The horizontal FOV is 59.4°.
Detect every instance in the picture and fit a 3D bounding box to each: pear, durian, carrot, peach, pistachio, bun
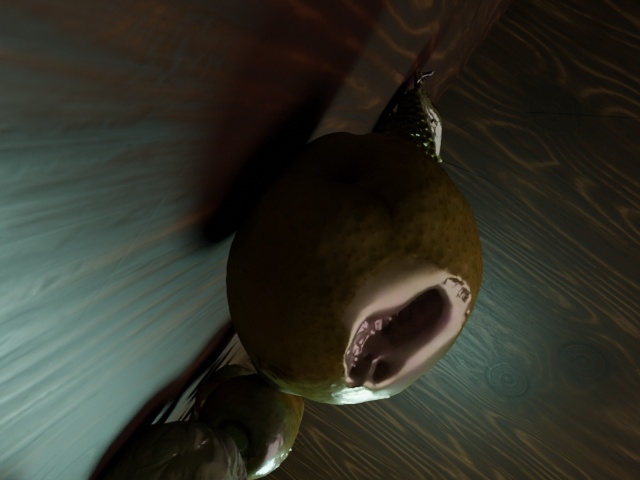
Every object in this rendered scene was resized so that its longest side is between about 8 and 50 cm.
[{"bbox_3d":[0.032,0.025,0.563,0.271,0.271,0.271,-53,177,-4],"label":"pear"},{"bbox_3d":[0.169,-0.206,1.108,0.193,0.138,0.237,-48,133,-65],"label":"durian"},{"bbox_3d":[-0.153,0.420,1.314,0.224,0.224,0.340,-53,170,4],"label":"carrot"},{"bbox_3d":[-0.271,0.448,1.523,0.118,0.151,0.151,-11,-163,26],"label":"peach"},{"bbox_3d":[-0.283,0.450,1.644,0.206,0.131,0.129,-47,167,-17],"label":"pistachio"},{"bbox_3d":[-0.265,0.444,1.054,0.281,0.281,0.205,122,-19,-55],"label":"bun"}]

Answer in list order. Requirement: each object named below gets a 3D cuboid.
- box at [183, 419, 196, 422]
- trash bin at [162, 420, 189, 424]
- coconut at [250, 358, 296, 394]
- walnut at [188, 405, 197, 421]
[{"bbox_3d":[-0.416,0.641,1.687,0.151,0.151,0.135,-54,169,21],"label":"box"},{"bbox_3d":[-0.323,0.531,1.267,0.177,0.101,0.236,81,11,-59],"label":"trash bin"},{"bbox_3d":[-0.010,0.215,1.296,0.323,0.323,0.323,-53,177,-4],"label":"coconut"},{"bbox_3d":[-0.318,0.608,1.904,0.283,0.283,0.227,-52,148,-10],"label":"walnut"}]
